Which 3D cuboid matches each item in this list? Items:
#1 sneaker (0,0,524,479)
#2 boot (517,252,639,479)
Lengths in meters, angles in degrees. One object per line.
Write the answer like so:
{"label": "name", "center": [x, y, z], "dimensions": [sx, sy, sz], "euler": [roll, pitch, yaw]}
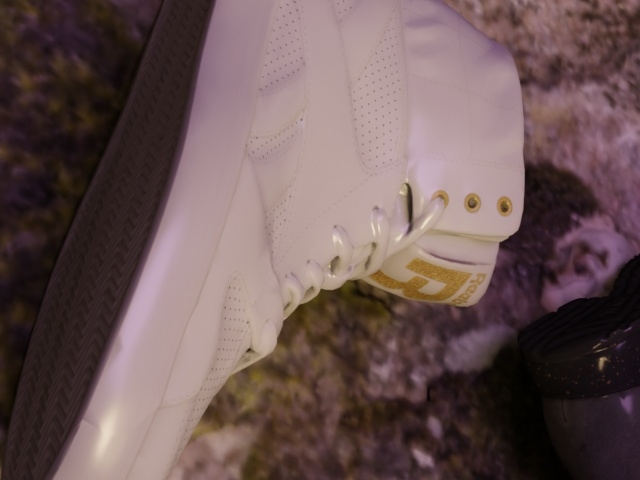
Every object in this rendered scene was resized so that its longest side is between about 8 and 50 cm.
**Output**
{"label": "sneaker", "center": [0.000, 0.000, 0.559], "dimensions": [0.169, 0.108, 0.292], "euler": [32, 56, -22]}
{"label": "boot", "center": [0.190, 0.087, 0.711], "dimensions": [0.246, 0.083, 0.161], "euler": [-23, 101, -41]}
